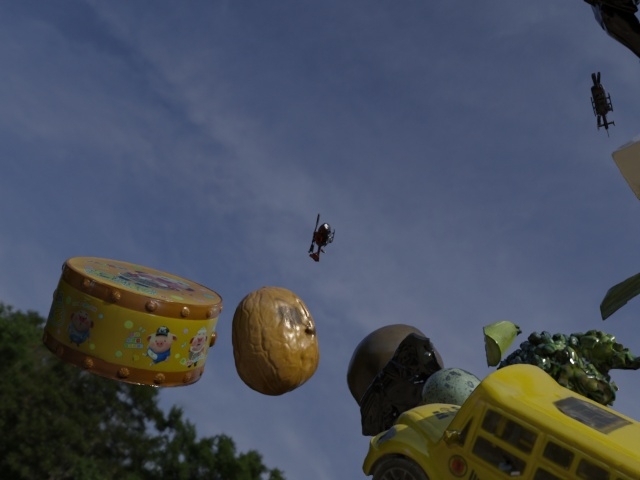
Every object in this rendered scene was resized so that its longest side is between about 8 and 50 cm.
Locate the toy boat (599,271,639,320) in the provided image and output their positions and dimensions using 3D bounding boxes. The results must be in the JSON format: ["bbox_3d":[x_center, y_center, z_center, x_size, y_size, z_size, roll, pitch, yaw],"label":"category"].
[{"bbox_3d":[0.720,0.077,1.342,0.293,0.093,0.055,-29,-111,11],"label":"toy boat"}]

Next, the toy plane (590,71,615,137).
[{"bbox_3d":[0.493,-0.232,1.115,0.031,0.049,0.120,-14,-62,23],"label":"toy plane"}]

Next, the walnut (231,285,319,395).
[{"bbox_3d":[-0.093,0.205,1.314,0.193,0.193,0.225,-23,-113,42],"label":"walnut"}]

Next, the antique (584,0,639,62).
[{"bbox_3d":[0.533,-0.446,0.948,0.255,0.185,0.322,57,-41,33],"label":"antique"}]

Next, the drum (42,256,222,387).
[{"bbox_3d":[-0.476,0.198,1.634,0.431,0.431,0.214,19,-87,19],"label":"drum"}]

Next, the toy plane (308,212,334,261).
[{"bbox_3d":[0.000,0.000,1.771,0.060,0.037,0.145,28,-55,25],"label":"toy plane"}]

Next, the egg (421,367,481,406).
[{"bbox_3d":[0.286,0.336,1.315,0.172,0.132,0.132,26,-36,57],"label":"egg"}]

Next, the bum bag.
[{"bbox_3d":[0.197,0.385,1.615,0.142,0.080,0.326,44,-66,30],"label":"bum bag"}]

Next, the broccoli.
[{"bbox_3d":[0.385,0.233,0.900,0.275,0.198,0.177,27,-1,4],"label":"broccoli"}]

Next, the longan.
[{"bbox_3d":[0.222,0.400,1.910,0.297,0.297,0.297,17,-48,20],"label":"longan"}]

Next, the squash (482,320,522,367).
[{"bbox_3d":[0.431,0.236,1.540,0.075,0.200,0.090,-27,-95,34],"label":"squash"}]

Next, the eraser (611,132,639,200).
[{"bbox_3d":[0.477,-0.131,0.705,0.076,0.078,0.298,59,-26,0],"label":"eraser"}]

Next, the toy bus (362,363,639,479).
[{"bbox_3d":[0.194,0.197,0.473,0.330,0.144,0.152,23,-79,41],"label":"toy bus"}]
